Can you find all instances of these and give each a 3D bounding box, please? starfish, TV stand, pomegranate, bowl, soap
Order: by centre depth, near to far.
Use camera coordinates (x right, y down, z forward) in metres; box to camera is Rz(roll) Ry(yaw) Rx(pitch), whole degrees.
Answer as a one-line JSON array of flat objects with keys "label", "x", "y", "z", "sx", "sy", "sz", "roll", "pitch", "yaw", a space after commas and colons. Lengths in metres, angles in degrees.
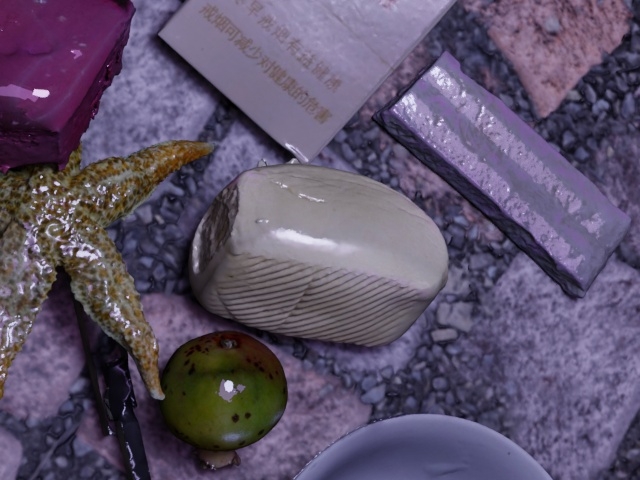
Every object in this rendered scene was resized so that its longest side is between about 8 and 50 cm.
[{"label": "soap", "x": -0.351, "y": -0.186, "z": 1.511, "sx": 0.324, "sy": 0.127, "sz": 0.220, "roll": 26, "pitch": 62, "yaw": 6}, {"label": "starfish", "x": -0.234, "y": -0.015, "z": 1.561, "sx": 0.347, "sy": 0.078, "sz": 0.358, "roll": -40, "pitch": 82, "yaw": -26}, {"label": "pomegranate", "x": -0.095, "y": 0.147, "z": 1.599, "sx": 0.130, "sy": 0.130, "sz": 0.130, "roll": 4, "pitch": 79, "yaw": -20}, {"label": "bowl", "x": 0.074, "y": 0.339, "z": 1.600, "sx": 0.345, "sy": 0.157, "sz": 0.346, "roll": 3, "pitch": 80, "yaw": -20}, {"label": "TV stand", "x": -0.200, "y": 0.117, "z": 1.601, "sx": 0.042, "sy": 0.036, "sz": 0.249, "roll": -11, "pitch": 85, "yaw": -21}]

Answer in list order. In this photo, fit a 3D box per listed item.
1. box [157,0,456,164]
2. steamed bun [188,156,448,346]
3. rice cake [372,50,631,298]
[{"label": "box", "x": 0.032, "y": -0.274, "z": 1.681, "sx": 0.204, "sy": 0.051, "sz": 0.365, "roll": 42, "pitch": 92, "yaw": -8}, {"label": "steamed bun", "x": 0.000, "y": 0.000, "z": 1.636, "sx": 0.238, "sy": 0.170, "sz": 0.153, "roll": 10, "pitch": 58, "yaw": -18}, {"label": "rice cake", "x": 0.199, "y": -0.073, "z": 1.778, "sx": 0.298, "sy": 0.050, "sz": 0.106, "roll": 41, "pitch": 69, "yaw": -9}]
